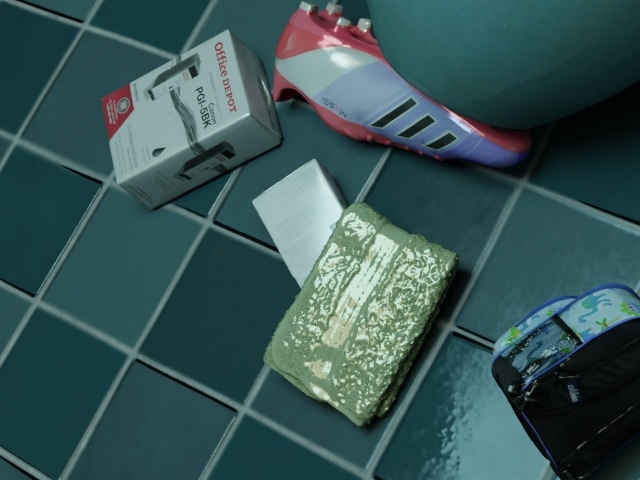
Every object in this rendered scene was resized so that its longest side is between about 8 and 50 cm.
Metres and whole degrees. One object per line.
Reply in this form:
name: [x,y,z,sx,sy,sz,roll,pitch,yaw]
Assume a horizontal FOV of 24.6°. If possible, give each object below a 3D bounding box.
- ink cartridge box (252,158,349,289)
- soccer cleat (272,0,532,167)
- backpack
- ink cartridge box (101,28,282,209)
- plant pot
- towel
ink cartridge box: [0.000,0.000,1.157,0.063,0.029,0.115,-34,67,11]
soccer cleat: [0.060,-0.106,1.159,0.248,0.083,0.095,34,117,31]
backpack: [0.178,0.085,0.977,0.114,0.105,0.084,-34,34,0]
ink cartridge box: [-0.111,-0.103,1.254,0.135,0.056,0.099,-27,56,16]
plant pot: [0.142,-0.197,1.052,0.290,0.290,0.195,50,125,36]
towel: [0.031,0.054,1.100,0.110,0.027,0.148,29,89,23]
